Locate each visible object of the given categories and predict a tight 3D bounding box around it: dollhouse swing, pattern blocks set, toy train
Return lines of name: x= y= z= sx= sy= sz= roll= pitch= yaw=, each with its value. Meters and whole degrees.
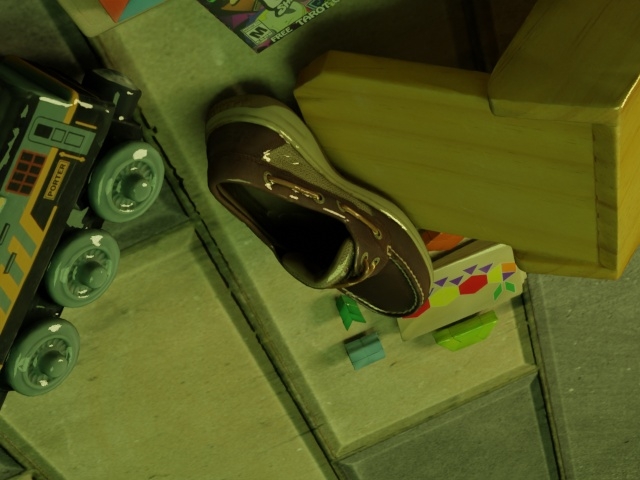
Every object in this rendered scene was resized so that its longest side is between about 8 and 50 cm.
dollhouse swing: x=0.197 y=-0.159 z=1.315 sx=0.315 sy=0.305 sz=0.347 roll=-57 pitch=156 yaw=-16
pattern blocks set: x=0.173 y=0.053 z=1.659 sx=0.325 sy=0.026 sz=0.285 roll=-18 pitch=145 yaw=-10
toy train: x=-0.271 y=-0.004 z=1.144 sx=0.190 sy=0.142 sz=0.334 roll=15 pitch=104 yaw=-53

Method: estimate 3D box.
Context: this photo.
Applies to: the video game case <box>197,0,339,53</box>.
video game case: x=-0.013 y=-0.267 z=1.081 sx=0.232 sy=0.042 sz=0.210 roll=-30 pitch=151 yaw=15

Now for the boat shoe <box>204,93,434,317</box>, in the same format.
boat shoe: x=0.000 y=0.000 z=1.328 sx=0.123 sy=0.123 sz=0.342 roll=-17 pitch=137 yaw=27

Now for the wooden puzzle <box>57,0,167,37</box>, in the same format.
wooden puzzle: x=-0.106 y=-0.235 z=0.944 sx=0.221 sy=0.044 sz=0.238 roll=-25 pitch=160 yaw=4
